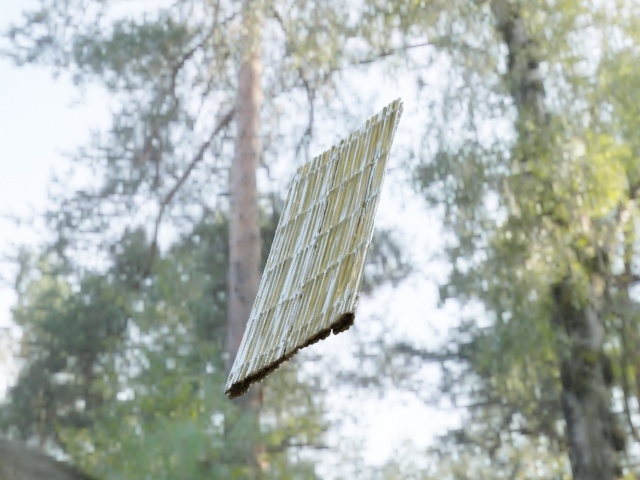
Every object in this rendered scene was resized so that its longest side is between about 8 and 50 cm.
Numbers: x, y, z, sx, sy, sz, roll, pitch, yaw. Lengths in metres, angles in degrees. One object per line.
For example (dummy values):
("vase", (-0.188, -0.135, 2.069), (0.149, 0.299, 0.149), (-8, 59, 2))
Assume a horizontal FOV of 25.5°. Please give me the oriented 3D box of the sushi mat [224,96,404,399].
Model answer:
("sushi mat", (0.000, 0.000, 1.261), (0.151, 0.316, 0.019), (-32, -64, 32))
